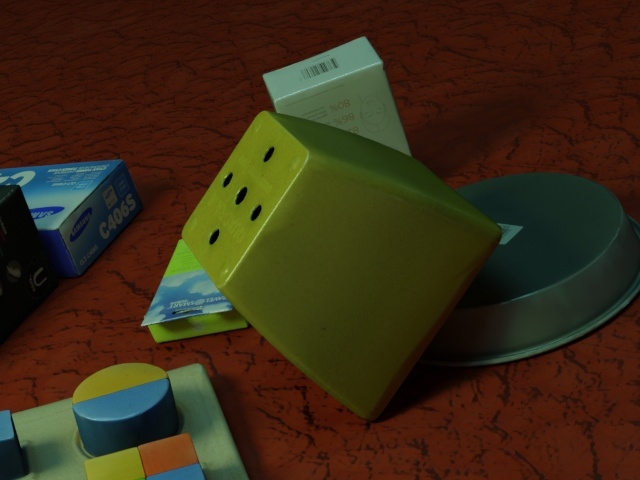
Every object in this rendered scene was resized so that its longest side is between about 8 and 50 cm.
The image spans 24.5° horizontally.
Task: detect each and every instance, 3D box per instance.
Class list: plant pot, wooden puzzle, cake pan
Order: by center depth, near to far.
[{"bbox_3d":[-0.229,0.210,1.274,0.322,0.080,0.348,-15,25,-10],"label":"wooden puzzle"},{"bbox_3d":[0.000,0.000,1.348,0.212,0.187,0.212,-55,29,7],"label":"plant pot"},{"bbox_3d":[0.176,0.017,1.448,0.293,0.054,0.293,-15,27,8],"label":"cake pan"}]

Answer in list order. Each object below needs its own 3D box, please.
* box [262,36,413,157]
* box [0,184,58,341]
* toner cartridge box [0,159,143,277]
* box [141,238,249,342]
[{"bbox_3d":[0.025,-0.122,1.672,0.130,0.170,0.091,-20,28,-2],"label":"box"},{"bbox_3d":[-0.450,0.063,1.662,0.165,0.143,0.270,1,32,30],"label":"box"},{"bbox_3d":[-0.416,-0.023,1.876,0.347,0.075,0.165,-3,32,28],"label":"toner cartridge box"},{"bbox_3d":[-0.119,0.049,1.588,0.109,0.042,0.178,-11,28,16],"label":"box"}]
